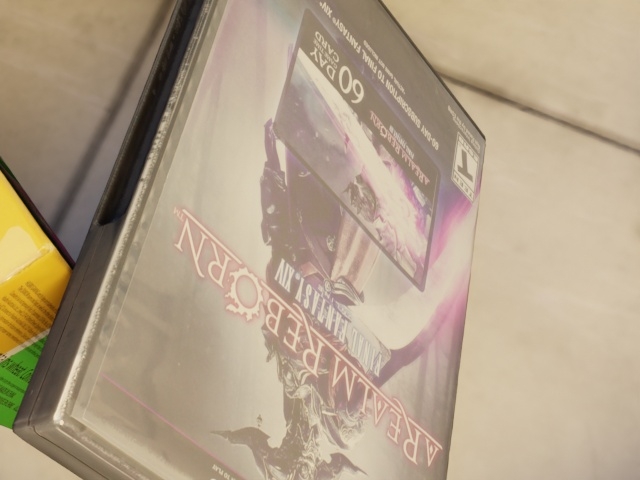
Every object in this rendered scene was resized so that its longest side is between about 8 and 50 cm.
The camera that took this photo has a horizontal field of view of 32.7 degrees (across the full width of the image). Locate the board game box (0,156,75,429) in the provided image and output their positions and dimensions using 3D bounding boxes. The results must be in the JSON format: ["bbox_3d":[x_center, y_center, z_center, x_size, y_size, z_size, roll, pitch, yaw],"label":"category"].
[{"bbox_3d":[-0.198,-0.070,0.455,0.064,0.242,0.316,-35,79,-11],"label":"board game box"}]

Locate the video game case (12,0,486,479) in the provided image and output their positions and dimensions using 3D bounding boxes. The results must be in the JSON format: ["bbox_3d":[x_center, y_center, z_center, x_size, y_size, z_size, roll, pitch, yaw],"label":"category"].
[{"bbox_3d":[0.000,0.000,0.435,0.026,0.196,0.274,-17,44,32],"label":"video game case"}]
